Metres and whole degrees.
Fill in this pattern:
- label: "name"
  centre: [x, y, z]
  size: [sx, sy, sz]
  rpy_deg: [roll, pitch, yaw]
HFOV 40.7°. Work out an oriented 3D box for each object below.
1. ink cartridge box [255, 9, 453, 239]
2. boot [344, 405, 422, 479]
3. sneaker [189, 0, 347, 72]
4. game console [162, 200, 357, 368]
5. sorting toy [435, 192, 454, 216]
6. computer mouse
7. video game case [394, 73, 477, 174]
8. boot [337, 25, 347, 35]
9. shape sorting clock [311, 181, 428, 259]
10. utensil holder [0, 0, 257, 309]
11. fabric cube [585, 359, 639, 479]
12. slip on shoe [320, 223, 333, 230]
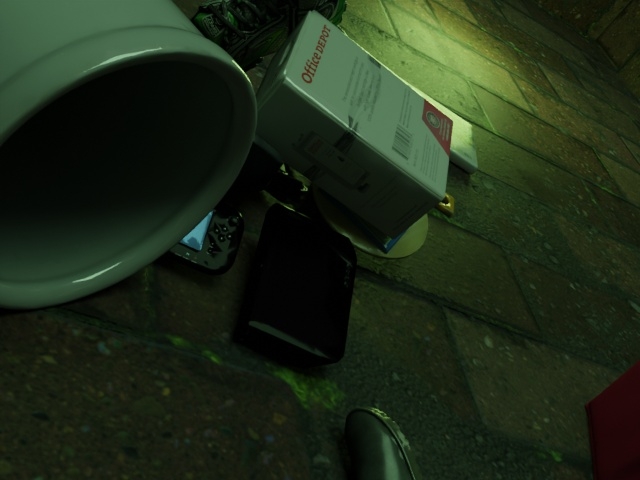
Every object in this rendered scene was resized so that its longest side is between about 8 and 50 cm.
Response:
- label: "ink cartridge box"
  centre: [0.047, -0.169, 1.246]
  size: [0.283, 0.117, 0.207]
  rpy_deg: [35, 40, -17]
- label: "boot"
  centre: [0.018, 0.264, 0.880]
  size: [0.208, 0.076, 0.189]
  rpy_deg: [-3, 47, -41]
- label: "sneaker"
  centre: [-0.098, -0.336, 1.323]
  size: [0.146, 0.343, 0.134]
  rpy_deg: [-27, 93, -48]
- label: "game console"
  centre: [-0.122, 0.013, 1.052]
  size: [0.361, 0.044, 0.213]
  rpy_deg: [25, 43, -15]
- label: "sorting toy"
  centre: [0.117, -0.162, 1.578]
  size: [0.348, 0.047, 0.196]
  rpy_deg: [27, 32, -20]
- label: "computer mouse"
  centre: [-0.110, -0.104, 1.169]
  size: [0.188, 0.072, 0.272]
  rpy_deg: [35, -1, 1]
- label: "video game case"
  centre: [0.239, -0.254, 1.861]
  size: [0.227, 0.026, 0.206]
  rpy_deg: [31, 31, -13]
- label: "boot"
  centre: [-0.014, -0.405, 1.680]
  size: [0.213, 0.077, 0.165]
  rpy_deg: [41, 4, -3]
- label: "shape sorting clock"
  centre: [0.076, -0.059, 1.321]
  size: [0.206, 0.040, 0.206]
  rpy_deg: [19, 51, -26]
- label: "utensil holder"
  centre: [-0.306, -0.179, 0.865]
  size: [0.385, 0.327, 0.327]
  rpy_deg: [49, 31, 21]
- label: "fabric cube"
  centre: [0.569, 0.302, 1.238]
  size: [0.259, 0.258, 0.254]
  rpy_deg: [35, 31, -8]
- label: "slip on shoe"
  centre: [0.000, 0.000, 1.233]
  size: [0.051, 0.041, 0.135]
  rpy_deg: [45, 30, 9]
